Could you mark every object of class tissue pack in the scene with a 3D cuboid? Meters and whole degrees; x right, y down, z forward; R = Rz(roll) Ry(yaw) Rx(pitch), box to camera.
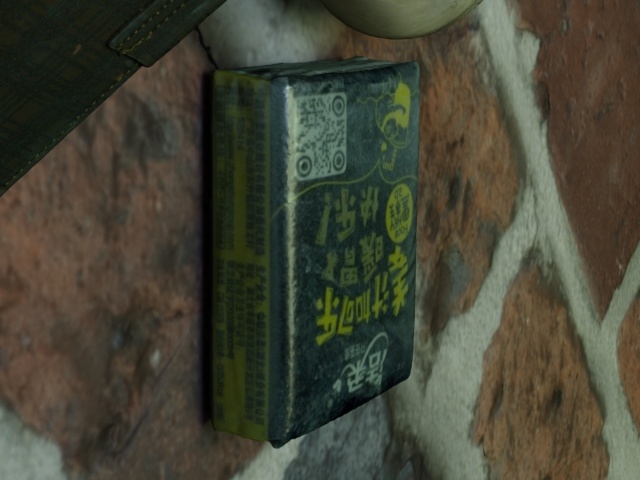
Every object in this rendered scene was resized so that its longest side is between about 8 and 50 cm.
[{"bbox_3d":[0.000,0.000,0.919,0.185,0.081,0.257,-16,111,-54],"label":"tissue pack"}]

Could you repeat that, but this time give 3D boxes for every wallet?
[{"bbox_3d":[-0.108,-0.137,0.572,0.317,0.044,0.169,-38,153,15],"label":"wallet"}]

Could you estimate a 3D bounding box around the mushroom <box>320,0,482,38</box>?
[{"bbox_3d":[0.090,-0.251,0.861,0.246,0.202,0.246,-53,155,-38],"label":"mushroom"}]
